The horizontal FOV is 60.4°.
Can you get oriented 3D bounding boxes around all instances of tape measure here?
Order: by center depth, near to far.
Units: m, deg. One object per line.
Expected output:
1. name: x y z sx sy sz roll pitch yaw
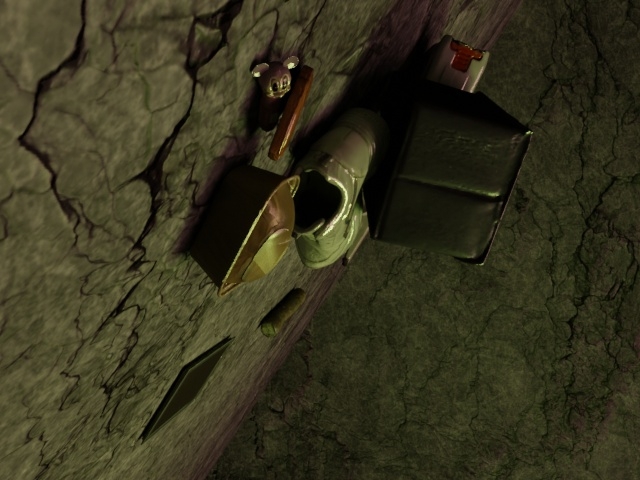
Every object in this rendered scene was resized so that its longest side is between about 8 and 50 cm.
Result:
1. tape measure: 0.270 -0.329 1.280 0.265 0.130 0.258 -84 -165 -72

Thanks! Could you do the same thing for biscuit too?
1. biscuit: -0.033 -0.147 0.637 0.102 0.019 0.131 118 -8 -45

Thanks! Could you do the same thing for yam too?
1. yam: -0.108 0.217 1.700 0.061 0.061 0.253 -60 172 28

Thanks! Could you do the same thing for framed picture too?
1. framed picture: -0.283 0.315 1.199 0.197 0.014 0.252 -57 172 11

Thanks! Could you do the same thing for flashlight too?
1. flashlight: -0.051 -0.153 0.591 0.052 0.031 0.110 -21 162 -19

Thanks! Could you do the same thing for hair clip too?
1. hair clip: 0.132 -0.073 1.831 0.331 0.101 0.085 -55 168 -16

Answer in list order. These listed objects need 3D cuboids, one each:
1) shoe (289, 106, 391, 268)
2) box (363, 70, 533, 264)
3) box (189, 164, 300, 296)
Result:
1. shoe: -0.006 -0.055 0.966 0.210 0.132 0.342 -44 162 -46
2. box: 0.215 -0.155 1.048 0.345 0.204 0.251 -88 -168 -66
3. box: -0.089 -0.013 0.692 0.177 0.111 0.111 -58 172 21
